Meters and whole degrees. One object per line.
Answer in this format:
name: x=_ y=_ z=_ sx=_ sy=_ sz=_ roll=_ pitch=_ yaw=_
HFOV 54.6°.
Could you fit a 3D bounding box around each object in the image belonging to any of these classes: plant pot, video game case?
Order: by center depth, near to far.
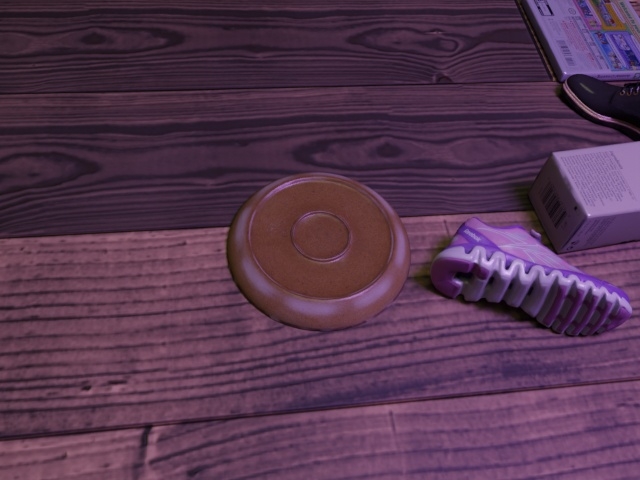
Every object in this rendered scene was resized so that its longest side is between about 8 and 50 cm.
plant pot: x=0.000 y=0.000 z=0.782 sx=0.236 sy=0.032 sz=0.236 roll=2 pitch=57 yaw=-3
video game case: x=0.467 y=-0.353 z=1.063 sx=0.193 sy=0.023 sz=0.212 roll=-4 pitch=57 yaw=-8

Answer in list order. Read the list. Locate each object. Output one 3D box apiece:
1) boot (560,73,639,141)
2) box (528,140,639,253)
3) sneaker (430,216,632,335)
boot: x=0.473 y=-0.229 z=0.914 sx=0.198 sy=0.137 sz=0.077 roll=32 pitch=59 yaw=15
box: x=0.435 y=-0.067 z=0.832 sx=0.275 sy=0.094 sz=0.113 roll=-7 pitch=58 yaw=-11
sneaker: x=0.258 y=0.035 z=0.754 sx=0.236 sy=0.095 sz=0.104 roll=18 pitch=50 yaw=7
